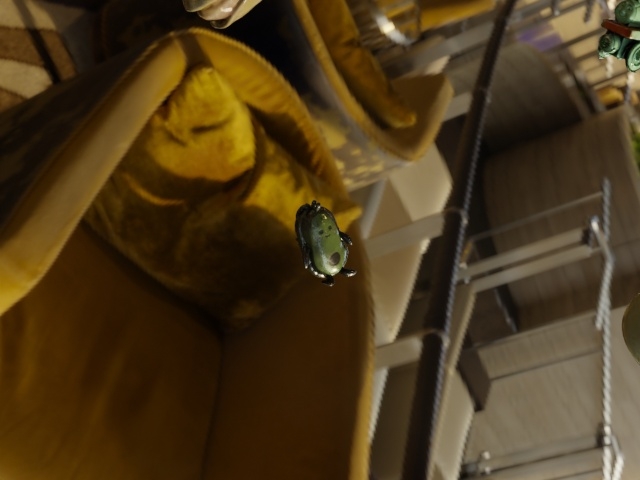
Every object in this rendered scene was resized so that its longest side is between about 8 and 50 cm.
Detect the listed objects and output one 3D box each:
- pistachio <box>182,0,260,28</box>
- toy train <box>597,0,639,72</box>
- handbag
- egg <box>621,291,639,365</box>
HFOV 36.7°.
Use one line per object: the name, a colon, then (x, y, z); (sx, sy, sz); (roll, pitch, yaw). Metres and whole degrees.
pistachio: (-0.126, -0.502, 1.669); (0.162, 0.293, 0.181); (34, 20, -39)
toy train: (0.471, -0.303, 1.378); (0.176, 0.118, 0.074); (-3, 29, -37)
handbag: (0.000, 0.000, 1.213); (0.072, 0.047, 0.111); (-28, 115, -20)
egg: (0.538, 0.132, 1.318); (0.188, 0.253, 0.188); (12, 90, -90)
